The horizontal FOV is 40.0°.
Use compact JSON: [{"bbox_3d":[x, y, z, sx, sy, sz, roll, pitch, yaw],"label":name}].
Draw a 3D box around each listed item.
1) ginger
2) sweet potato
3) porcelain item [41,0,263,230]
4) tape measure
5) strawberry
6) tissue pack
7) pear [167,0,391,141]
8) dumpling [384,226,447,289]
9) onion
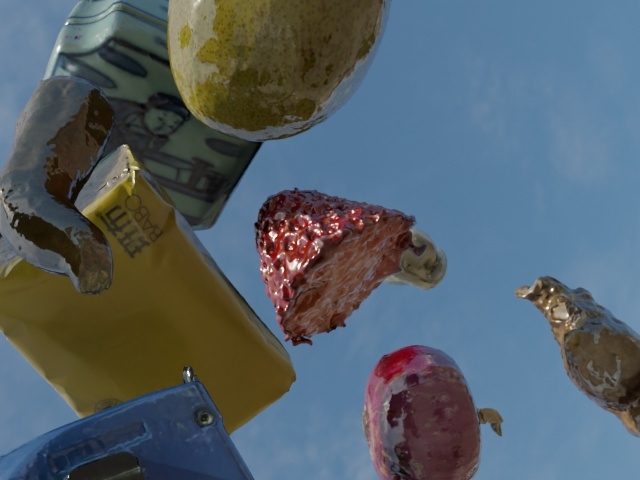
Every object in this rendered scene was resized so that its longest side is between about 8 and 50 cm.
[{"bbox_3d":[0.239,0.101,0.642,0.122,0.290,0.084,38,-81,-21],"label":"ginger"},{"bbox_3d":[-0.189,-0.045,0.627,0.081,0.233,0.062,-18,-47,3],"label":"sweet potato"},{"bbox_3d":[-0.222,-0.155,1.135,0.281,0.157,0.286,23,-53,-19],"label":"porcelain item"},{"bbox_3d":[-0.202,0.231,0.611,0.351,0.215,0.098,-19,-38,-25],"label":"tape measure"},{"bbox_3d":[0.000,0.000,1.154,0.233,0.178,0.234,-33,-27,-20],"label":"strawberry"},{"bbox_3d":[-0.174,0.076,0.838,0.192,0.134,0.271,-37,-67,-3],"label":"tissue pack"},{"bbox_3d":[-0.040,-0.210,0.799,0.228,0.188,0.211,-49,-26,-27],"label":"pear"},{"bbox_3d":[0.152,0.029,1.500,0.199,0.136,0.118,-39,-30,-59],"label":"dumpling"},{"bbox_3d":[0.119,0.206,1.006,0.177,0.153,0.177,55,-158,-35],"label":"onion"}]
